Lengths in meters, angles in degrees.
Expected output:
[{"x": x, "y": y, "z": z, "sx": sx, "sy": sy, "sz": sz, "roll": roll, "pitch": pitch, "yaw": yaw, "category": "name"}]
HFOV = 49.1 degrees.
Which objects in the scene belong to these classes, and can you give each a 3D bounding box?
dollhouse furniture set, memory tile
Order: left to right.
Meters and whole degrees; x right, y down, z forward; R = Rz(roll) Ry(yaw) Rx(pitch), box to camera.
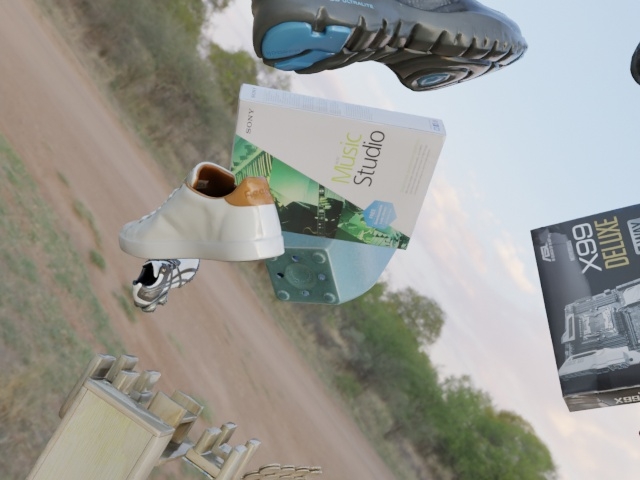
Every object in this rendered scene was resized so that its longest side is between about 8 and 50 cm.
[{"x": -0.220, "y": 0.254, "z": 0.806, "sx": 0.212, "sy": 0.161, "sz": 0.242, "roll": 30, "pitch": -5, "yaw": 13, "category": "dollhouse furniture set"}, {"x": -0.078, "y": 0.418, "z": 1.244, "sx": 0.148, "sy": 0.113, "sz": 0.012, "roll": 25, "pitch": 44, "yaw": -45, "category": "memory tile"}]

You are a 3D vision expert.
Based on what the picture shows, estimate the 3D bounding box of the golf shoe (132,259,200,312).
[{"x": -0.340, "y": 0.068, "z": 1.554, "sx": 0.077, "sy": 0.198, "sz": 0.094, "roll": 16, "pitch": -42, "yaw": 26, "category": "golf shoe"}]

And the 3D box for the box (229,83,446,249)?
[{"x": 0.014, "y": -0.109, "z": 1.126, "sx": 0.059, "sy": 0.321, "sz": 0.232, "roll": -88, "pitch": -171, "yaw": -53, "category": "box"}]

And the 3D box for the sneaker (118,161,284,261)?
[{"x": -0.162, "y": -0.038, "z": 0.915, "sx": 0.290, "sy": 0.105, "sz": 0.123, "roll": -1, "pitch": -82, "yaw": 39, "category": "sneaker"}]

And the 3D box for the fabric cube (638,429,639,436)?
[{"x": 0.746, "y": 0.339, "z": 1.144, "sx": 0.254, "sy": 0.259, "sz": 0.258, "roll": 60, "pitch": -20, "yaw": 23, "category": "fabric cube"}]

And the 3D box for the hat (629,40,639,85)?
[{"x": 0.792, "y": -0.384, "z": 1.370, "sx": 0.134, "sy": 0.331, "sz": 0.331, "roll": 36, "pitch": 6, "yaw": -23, "category": "hat"}]

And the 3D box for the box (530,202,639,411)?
[{"x": 0.478, "y": 0.095, "z": 1.095, "sx": 0.076, "sy": 0.242, "sz": 0.308, "roll": 50, "pitch": 33, "yaw": -48, "category": "box"}]

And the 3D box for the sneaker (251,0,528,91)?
[{"x": 0.079, "y": -0.225, "z": 0.648, "sx": 0.340, "sy": 0.125, "sz": 0.140, "roll": -2, "pitch": 80, "yaw": -46, "category": "sneaker"}]

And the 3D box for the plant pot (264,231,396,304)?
[{"x": 0.000, "y": 0.000, "z": 1.477, "sx": 0.252, "sy": 0.247, "sz": 0.248, "roll": -63, "pitch": 147, "yaw": -48, "category": "plant pot"}]
